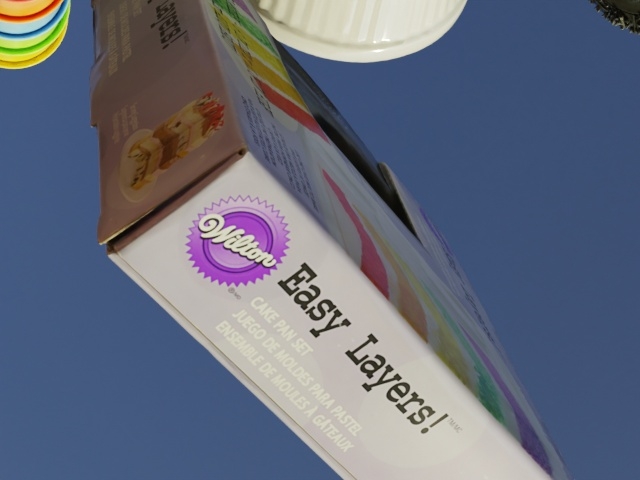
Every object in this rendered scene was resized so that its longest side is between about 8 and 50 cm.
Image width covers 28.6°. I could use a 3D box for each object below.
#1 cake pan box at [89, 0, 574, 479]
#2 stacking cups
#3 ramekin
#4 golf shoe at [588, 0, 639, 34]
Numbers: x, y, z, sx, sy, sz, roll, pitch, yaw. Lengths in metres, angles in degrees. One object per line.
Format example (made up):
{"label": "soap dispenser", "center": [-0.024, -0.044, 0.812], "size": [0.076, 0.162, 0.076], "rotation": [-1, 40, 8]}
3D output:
{"label": "cake pan box", "center": [0.000, 0.000, 0.567], "size": [0.070, 0.246, 0.267], "rotation": [-35, -151, 9]}
{"label": "stacking cups", "center": [-0.220, -0.199, 0.917], "size": [0.316, 0.096, 0.096], "rotation": [171, -81, -74]}
{"label": "ramekin", "center": [0.033, -0.320, 1.244], "size": [0.273, 0.273, 0.127], "rotation": [61, -23, 22]}
{"label": "golf shoe", "center": [0.393, -0.276, 1.391], "size": [0.198, 0.077, 0.094], "rotation": [20, -125, 27]}
